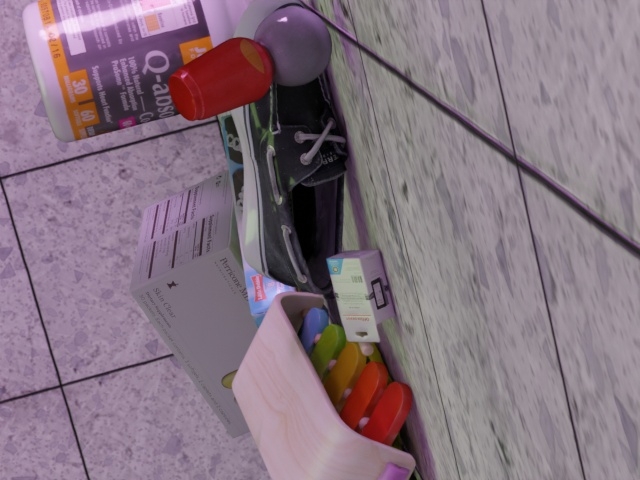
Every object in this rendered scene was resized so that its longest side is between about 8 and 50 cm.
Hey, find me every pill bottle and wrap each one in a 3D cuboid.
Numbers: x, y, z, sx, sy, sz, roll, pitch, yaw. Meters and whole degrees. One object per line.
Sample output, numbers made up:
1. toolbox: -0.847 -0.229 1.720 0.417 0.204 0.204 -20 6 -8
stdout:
1. pill bottle: -0.180 -0.218 1.977 0.162 0.278 0.162 165 90 -86

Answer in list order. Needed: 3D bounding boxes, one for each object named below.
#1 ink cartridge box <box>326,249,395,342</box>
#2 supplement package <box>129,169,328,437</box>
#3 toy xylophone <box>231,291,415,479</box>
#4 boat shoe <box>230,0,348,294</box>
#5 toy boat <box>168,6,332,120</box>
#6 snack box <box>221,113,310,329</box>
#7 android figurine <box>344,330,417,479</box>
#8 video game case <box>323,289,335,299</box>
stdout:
1. ink cartridge box: 0.040 0.052 1.677 0.048 0.028 0.083 -1 106 48
2. supplement package: -0.110 0.079 2.289 0.262 0.145 0.204 57 -163 -28
3. toy xylophone: 0.005 0.150 1.806 0.236 0.081 0.323 -59 31 29
4. boat shoe: -0.020 -0.087 1.698 0.102 0.108 0.301 25 125 40
5. toy boat: -0.073 -0.252 1.422 0.267 0.148 0.318 32 141 45
6. snack box: -0.051 0.016 2.121 0.187 0.060 0.322 68 -171 -48
7. android figurine: 0.055 0.208 1.946 0.273 0.056 0.248 -113 9 -53
8. video game case: 0.000 0.000 2.137 0.157 0.019 0.143 149 106 -85
